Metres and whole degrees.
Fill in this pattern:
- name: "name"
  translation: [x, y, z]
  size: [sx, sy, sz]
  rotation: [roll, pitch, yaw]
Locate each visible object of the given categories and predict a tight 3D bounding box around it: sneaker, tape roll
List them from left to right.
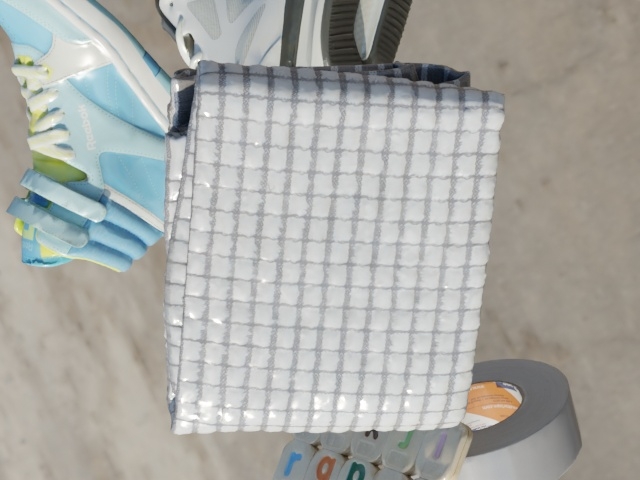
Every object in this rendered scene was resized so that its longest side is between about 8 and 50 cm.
- name: "sneaker"
  translation: [-0.237, -0.097, 1.493]
  size: [0.319, 0.208, 0.127]
  rotation: [47, 170, -24]
- name: "sneaker"
  translation: [-0.072, -0.139, 1.772]
  size: [0.257, 0.169, 0.447]
  rotation: [20, 93, 41]
- name: "tape roll"
  translation: [0.186, 0.220, 1.918]
  size: [0.219, 0.219, 0.072]
  rotation: [22, 133, 58]

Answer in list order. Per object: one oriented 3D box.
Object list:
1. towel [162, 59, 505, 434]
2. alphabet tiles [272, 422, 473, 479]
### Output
- name: "towel"
  translation: [0.000, 0.000, 1.238]
  size: [0.121, 0.235, 0.283]
  rotation: [-105, 17, -69]
- name: "alphabet tiles"
  translation: [0.052, 0.248, 1.864]
  size: [0.021, 0.278, 0.284]
  rotation: [26, 169, -35]
